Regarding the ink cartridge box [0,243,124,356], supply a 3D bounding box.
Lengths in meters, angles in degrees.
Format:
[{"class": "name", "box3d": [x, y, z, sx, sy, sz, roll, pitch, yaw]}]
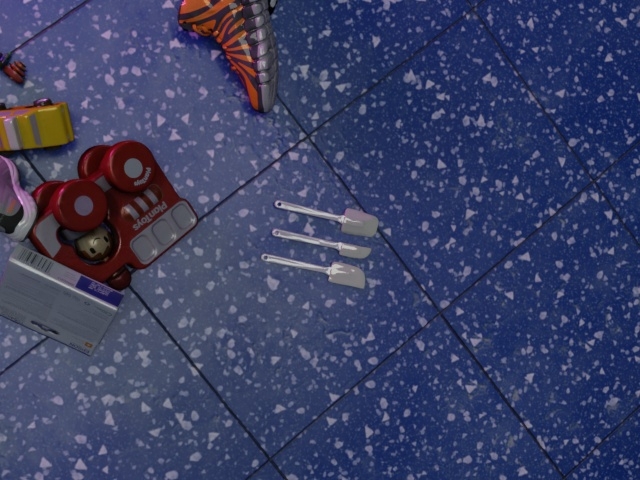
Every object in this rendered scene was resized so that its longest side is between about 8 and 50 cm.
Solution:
[{"class": "ink cartridge box", "box3d": [-0.514, 0.121, 1.632, 0.223, 0.224, 0.045, 28, 50, -13]}]

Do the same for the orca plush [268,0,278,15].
[{"class": "orca plush", "box3d": [-0.102, -0.619, 1.779, 0.151, 0.102, 0.287, 24, 83, -12]}]

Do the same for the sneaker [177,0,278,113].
[{"class": "sneaker", "box3d": [-0.193, -0.421, 1.757, 0.180, 0.124, 0.321, -5, 108, 11]}]

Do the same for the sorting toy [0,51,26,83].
[{"class": "sorting toy", "box3d": [-0.628, -0.359, 1.670, 0.102, 0.061, 0.042, 43, 79, -32]}]

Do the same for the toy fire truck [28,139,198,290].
[{"class": "toy fire truck", "box3d": [-0.408, -0.042, 1.653, 0.302, 0.169, 0.254, -44, 116, -27]}]

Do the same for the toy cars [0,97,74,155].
[{"class": "toy cars", "box3d": [-0.671, -0.274, 1.614, 0.393, 0.087, 0.176, 34, 109, -10]}]

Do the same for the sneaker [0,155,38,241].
[{"class": "sneaker", "box3d": [-0.625, -0.101, 1.577, 0.108, 0.271, 0.100, 25, 101, -47]}]

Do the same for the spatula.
[{"class": "spatula", "box3d": [0.000, 0.000, 1.838, 0.242, 0.019, 0.168, 13, 91, -12]}]
